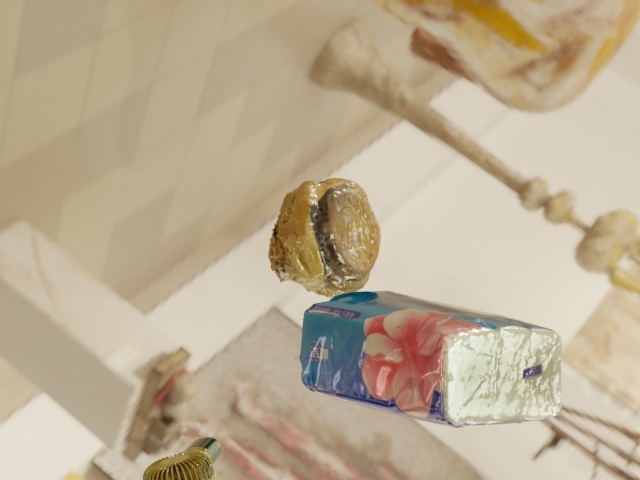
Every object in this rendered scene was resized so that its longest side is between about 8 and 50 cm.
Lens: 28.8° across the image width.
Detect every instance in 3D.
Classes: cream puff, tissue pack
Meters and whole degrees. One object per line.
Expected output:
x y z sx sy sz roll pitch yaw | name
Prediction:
0.000 0.000 1.802 0.129 0.189 0.189 -12 -167 36 | cream puff
0.132 0.139 1.513 0.209 0.269 0.137 4 91 -38 | tissue pack

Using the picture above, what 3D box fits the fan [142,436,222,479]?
-0.154 0.262 1.450 0.082 0.039 0.155 -13 -174 14 | fan
